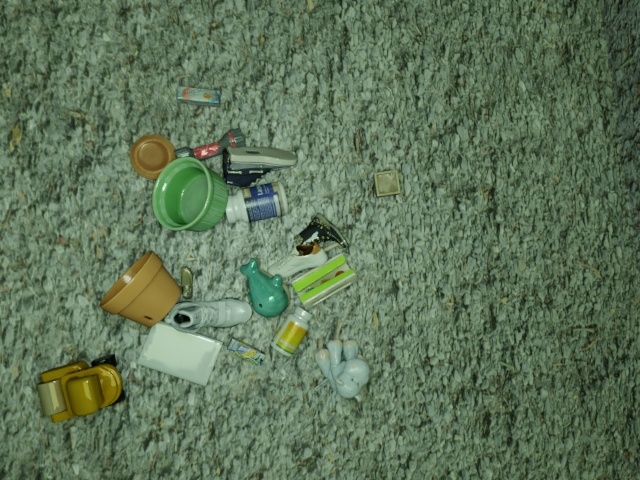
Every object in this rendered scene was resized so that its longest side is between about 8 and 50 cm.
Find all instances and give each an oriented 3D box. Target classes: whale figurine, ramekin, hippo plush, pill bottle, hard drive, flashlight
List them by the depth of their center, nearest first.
[{"bbox_3d":[-0.532,-0.179,1.756,0.302,0.148,0.304,-4,80,24],"label":"ramekin"},{"bbox_3d":[-0.256,0.213,1.833,0.216,0.141,0.272,-33,94,30],"label":"whale figurine"},{"bbox_3d":[-0.608,0.487,1.841,0.307,0.040,0.203,22,85,-9],"label":"hard drive"},{"bbox_3d":[-0.482,-0.405,1.848,0.303,0.103,0.103,-19,109,-13],"label":"flashlight"},{"bbox_3d":[-0.284,-0.162,1.854,0.264,0.153,0.153,-14,91,-10],"label":"pill bottle"},{"bbox_3d":[0.089,0.579,1.856,0.234,0.236,0.294,41,83,-7],"label":"hippo plush"},{"bbox_3d":[-0.123,0.401,1.886,0.117,0.117,0.209,33,83,-7],"label":"pill bottle"}]

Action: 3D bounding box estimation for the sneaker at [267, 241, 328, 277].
[{"bbox_3d":[-0.121,0.074,1.852,0.289,0.106,0.123,-20,126,18],"label":"sneaker"}]

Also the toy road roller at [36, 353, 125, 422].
[{"bbox_3d":[-0.961,0.599,1.675,0.329,0.240,0.203,-14,90,-10],"label":"toy road roller"}]

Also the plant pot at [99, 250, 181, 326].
[{"bbox_3d":[-0.713,0.214,1.726,0.291,0.291,0.203,-47,113,-8],"label":"plant pot"}]

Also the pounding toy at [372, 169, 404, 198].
[{"bbox_3d":[0.327,-0.258,2.000,0.141,0.100,0.130,-8,89,1],"label":"pounding toy"}]

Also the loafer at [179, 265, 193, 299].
[{"bbox_3d":[-0.584,0.186,1.846,0.056,0.050,0.148,-9,90,-10],"label":"loafer"}]

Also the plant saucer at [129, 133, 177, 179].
[{"bbox_3d":[-0.730,-0.367,1.843,0.199,0.037,0.200,0,89,-9],"label":"plant saucer"}]

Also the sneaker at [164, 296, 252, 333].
[{"bbox_3d":[-0.470,0.319,1.781,0.364,0.210,0.138,0,89,-10],"label":"sneaker"}]

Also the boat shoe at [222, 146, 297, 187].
[{"bbox_3d":[-0.279,-0.324,1.892,0.340,0.127,0.158,0,127,-26],"label":"boat shoe"}]

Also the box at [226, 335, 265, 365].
[{"bbox_3d":[-0.329,0.492,1.877,0.168,0.059,0.054,29,85,-8],"label":"box"}]

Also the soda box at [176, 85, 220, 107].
[{"bbox_3d":[-0.537,-0.635,1.869,0.182,0.063,0.058,3,88,-9],"label":"soda box"}]

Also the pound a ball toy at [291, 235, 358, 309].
[{"bbox_3d":[0.023,0.149,1.927,0.318,0.136,0.208,-30,63,-6],"label":"pound a ball toy"}]

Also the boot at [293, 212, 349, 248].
[{"bbox_3d":[0.000,0.000,1.893,0.178,0.085,0.236,-41,54,-5],"label":"boot"}]
